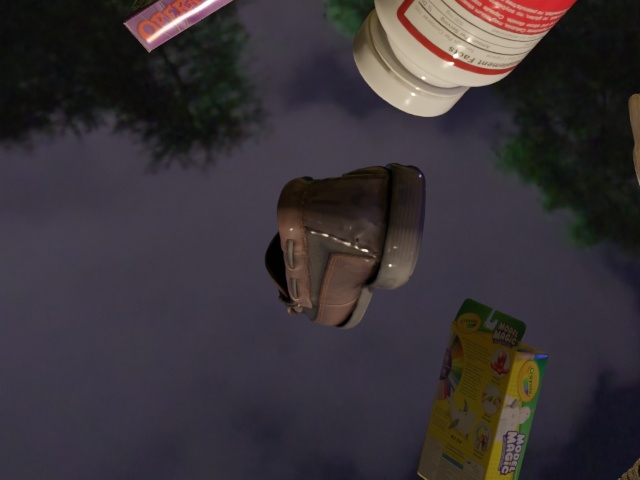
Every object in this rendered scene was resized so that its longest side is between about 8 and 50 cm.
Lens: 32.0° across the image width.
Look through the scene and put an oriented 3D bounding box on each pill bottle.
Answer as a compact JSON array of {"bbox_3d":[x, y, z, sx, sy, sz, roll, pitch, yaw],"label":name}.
[{"bbox_3d":[0.213,-0.349,1.437,0.229,0.407,0.229,17,-130,-22],"label":"pill bottle"}]

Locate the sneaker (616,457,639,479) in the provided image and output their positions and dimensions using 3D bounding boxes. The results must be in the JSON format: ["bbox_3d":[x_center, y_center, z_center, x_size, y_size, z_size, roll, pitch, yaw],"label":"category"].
[{"bbox_3d":[0.357,0.275,1.212,0.235,0.095,0.090,-38,-145,34],"label":"sneaker"}]

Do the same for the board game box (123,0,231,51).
[{"bbox_3d":[-0.033,-0.332,1.108,0.347,0.056,0.208,-25,-143,28],"label":"board game box"}]

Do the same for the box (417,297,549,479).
[{"bbox_3d":[0.150,0.151,1.032,0.043,0.179,0.105,6,-171,-29],"label":"box"}]

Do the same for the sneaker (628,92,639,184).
[{"bbox_3d":[0.506,-0.132,1.612,0.094,0.080,0.212,-16,-117,30],"label":"sneaker"}]

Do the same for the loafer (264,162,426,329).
[{"bbox_3d":[0.000,0.000,0.824,0.095,0.302,0.109,8,-102,-8],"label":"loafer"}]
